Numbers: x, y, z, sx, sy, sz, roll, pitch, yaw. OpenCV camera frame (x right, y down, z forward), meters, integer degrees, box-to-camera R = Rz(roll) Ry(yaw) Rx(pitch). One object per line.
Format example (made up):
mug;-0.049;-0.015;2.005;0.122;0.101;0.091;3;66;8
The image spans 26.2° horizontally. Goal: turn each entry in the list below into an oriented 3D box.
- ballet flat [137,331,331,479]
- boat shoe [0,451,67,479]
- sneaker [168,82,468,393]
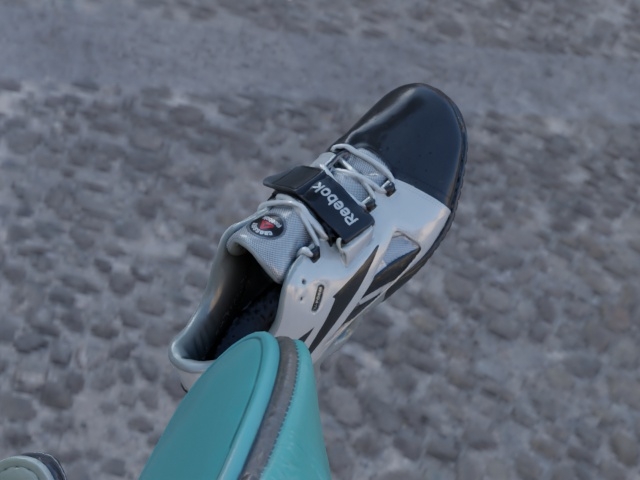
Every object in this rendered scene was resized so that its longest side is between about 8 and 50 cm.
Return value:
ballet flat;-0.030;0.125;0.355;0.087;0.083;0.247;40;34;-11
boat shoe;-0.206;0.252;1.010;0.081;0.227;0.069;10;19;20
sneaker;0.000;0.000;1.110;0.122;0.330;0.146;31;-6;28
